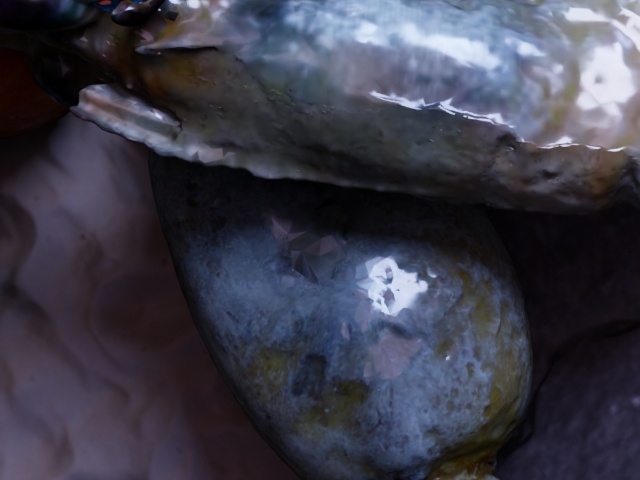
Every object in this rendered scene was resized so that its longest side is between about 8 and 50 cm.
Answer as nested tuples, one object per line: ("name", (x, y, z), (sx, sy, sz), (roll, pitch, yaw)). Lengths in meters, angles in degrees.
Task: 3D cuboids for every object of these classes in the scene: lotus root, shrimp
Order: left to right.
("lotus root", (0.001, -0.001, 0.926), (0.175, 0.175, 0.350), (-31, 72, -1))
("shrimp", (0.028, -0.124, 0.833), (0.445, 0.110, 0.221), (2, 78, 2))

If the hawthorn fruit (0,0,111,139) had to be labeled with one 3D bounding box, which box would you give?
("hawthorn fruit", (-0.193, -0.142, 0.977), (0.172, 0.173, 0.173), (-2, 76, 7))
